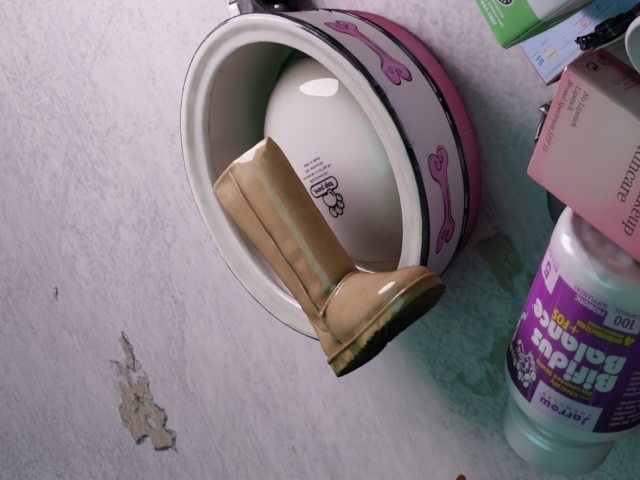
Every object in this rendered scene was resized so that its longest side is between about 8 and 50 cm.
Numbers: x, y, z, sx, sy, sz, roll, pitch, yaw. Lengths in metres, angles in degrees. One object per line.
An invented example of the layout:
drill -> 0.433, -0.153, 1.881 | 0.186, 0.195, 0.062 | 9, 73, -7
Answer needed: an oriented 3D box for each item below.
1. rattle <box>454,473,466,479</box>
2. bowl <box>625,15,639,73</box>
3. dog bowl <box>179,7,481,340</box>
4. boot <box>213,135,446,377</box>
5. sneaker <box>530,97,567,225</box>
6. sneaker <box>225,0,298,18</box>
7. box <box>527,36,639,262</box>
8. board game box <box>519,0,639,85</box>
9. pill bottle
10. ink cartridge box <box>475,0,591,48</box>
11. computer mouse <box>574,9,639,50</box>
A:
rattle -> 0.146, 0.394, 2.327 | 0.199, 0.130, 0.143 | -33, 96, 26
bowl -> 0.427, -0.179, 1.575 | 0.298, 0.134, 0.298 | 24, 169, 5
dog bowl -> 0.020, -0.092, 2.133 | 0.408, 0.150, 0.408 | 25, 128, 38
boot -> 0.000, 0.000, 2.017 | 0.269, 0.089, 0.236 | 58, 141, 10
sneaker -> 0.248, -0.084, 1.932 | 0.061, 0.065, 0.158 | 29, 128, 50
sneaker -> -0.090, -0.357, 2.174 | 0.106, 0.078, 0.234 | -14, 103, 49
box -> 0.343, -0.074, 1.785 | 0.232, 0.127, 0.149 | 41, 137, 27
board game box -> 0.275, -0.287, 1.825 | 0.145, 0.027, 0.281 | 57, 142, 7
pill bottle -> 0.292, 0.107, 1.912 | 0.169, 0.169, 0.301 | 41, 136, 27
ink cartridge box -> 0.244, -0.345, 1.707 | 0.289, 0.121, 0.211 | -32, 86, 52
computer mouse -> 0.333, -0.241, 1.739 | 0.242, 0.071, 0.041 | -25, 88, 46
